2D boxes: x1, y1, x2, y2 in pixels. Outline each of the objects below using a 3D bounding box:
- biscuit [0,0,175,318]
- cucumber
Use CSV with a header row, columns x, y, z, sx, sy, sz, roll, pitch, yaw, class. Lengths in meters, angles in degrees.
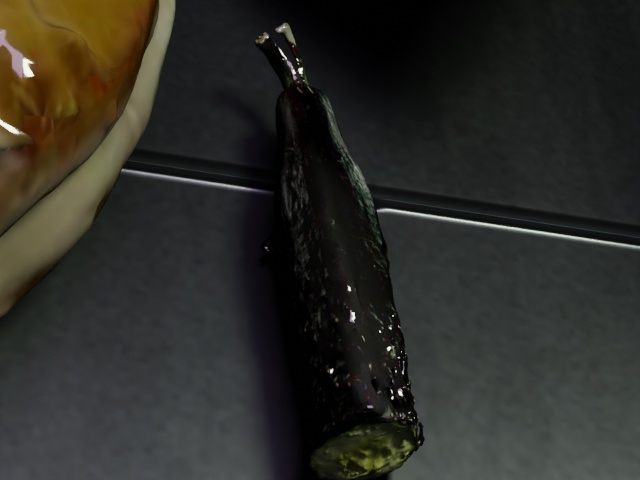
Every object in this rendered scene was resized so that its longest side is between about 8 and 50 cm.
x,y,z,sx,sy,sz,roll,pitch,yaw,class
-0.199,-0.090,0.424,0.332,0.103,0.332,11,45,-11,biscuit
0.000,0.000,0.465,0.039,0.043,0.163,-25,46,14,cucumber
